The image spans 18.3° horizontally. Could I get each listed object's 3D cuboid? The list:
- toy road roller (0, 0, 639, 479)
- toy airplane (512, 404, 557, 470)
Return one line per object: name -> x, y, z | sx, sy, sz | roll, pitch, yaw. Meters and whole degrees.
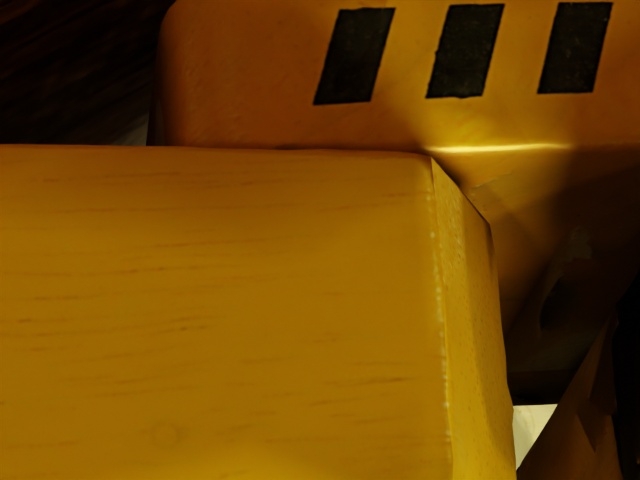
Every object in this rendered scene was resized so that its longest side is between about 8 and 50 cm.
toy road roller -> 0.000, 0.000, 0.494 | 0.329, 0.240, 0.202 | -2, 154, -9
toy airplane -> 0.210, 0.095, 0.913 | 0.386, 0.384, 0.272 | -47, -178, 45
